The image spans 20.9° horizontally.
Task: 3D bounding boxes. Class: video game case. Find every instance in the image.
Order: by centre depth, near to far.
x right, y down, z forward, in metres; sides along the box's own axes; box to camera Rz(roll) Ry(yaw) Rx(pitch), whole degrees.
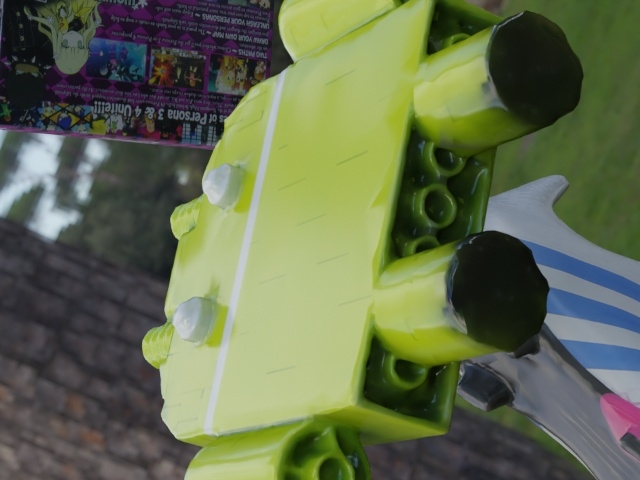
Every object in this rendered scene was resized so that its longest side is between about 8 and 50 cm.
[{"bbox_3d":[-0.136,-0.176,1.259,0.042,0.232,0.210,2,90,53],"label":"video game case"}]

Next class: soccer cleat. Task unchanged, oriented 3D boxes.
[{"bbox_3d":[0.191,0.090,0.919,0.143,0.331,0.116,-32,-20,-33],"label":"soccer cleat"}]

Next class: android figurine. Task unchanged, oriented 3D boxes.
[{"bbox_3d":[0.000,0.000,0.707,0.273,0.056,0.248,-15,59,59],"label":"android figurine"}]
